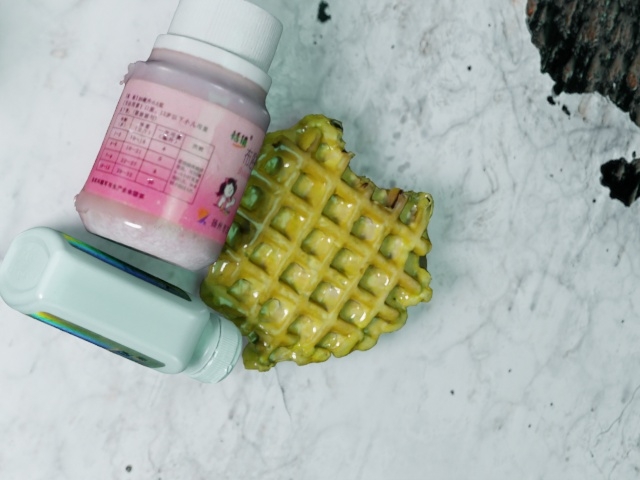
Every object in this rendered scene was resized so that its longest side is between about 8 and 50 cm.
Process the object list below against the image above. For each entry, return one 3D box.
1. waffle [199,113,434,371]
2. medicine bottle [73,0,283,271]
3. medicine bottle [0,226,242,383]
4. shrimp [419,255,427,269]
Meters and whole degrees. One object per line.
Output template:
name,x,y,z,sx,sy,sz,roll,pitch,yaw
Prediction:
waffle,0.001,0.000,1.373,0.291,0.051,0.291,-5,102,-26
medicine bottle,-0.123,-0.104,1.238,0.147,0.147,0.247,24,85,-33
medicine bottle,-0.179,0.066,1.240,0.229,0.121,0.083,27,82,-33
shrimp,0.091,0.001,1.463,0.059,0.023,0.108,-28,111,-36
